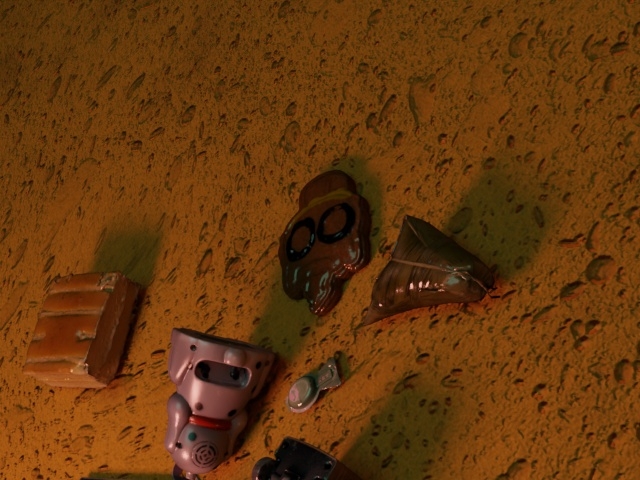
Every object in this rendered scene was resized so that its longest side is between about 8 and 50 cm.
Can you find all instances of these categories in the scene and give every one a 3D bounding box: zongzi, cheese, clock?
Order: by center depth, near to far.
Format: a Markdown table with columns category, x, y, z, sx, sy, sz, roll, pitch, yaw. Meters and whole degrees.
| category | x | y | z | sx | sy | sz | roll | pitch | yaw |
| --- | --- | --- | --- | --- | --- | --- | --- | --- | --- |
| zongzi | 0.163 | 0.091 | 1.712 | 0.204 | 0.094 | 0.205 | -58 | 40 | 7 |
| cheese | -0.016 | 0.250 | 1.845 | 0.120 | 0.026 | 0.067 | -38 | 45 | 23 |
| clock | -0.198 | 0.292 | 1.919 | 0.189 | 0.188 | 0.254 | 20 | 96 | 49 |

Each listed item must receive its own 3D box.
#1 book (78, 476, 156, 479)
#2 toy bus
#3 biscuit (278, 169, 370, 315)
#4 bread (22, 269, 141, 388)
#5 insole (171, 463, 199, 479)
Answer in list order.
| category | x | y | z | sx | sy | sz | roll | pitch | yaw |
| --- | --- | --- | --- | --- | --- | --- | --- | --- | --- |
| book | -0.409 | 0.531 | 2.005 | 0.322 | 0.018 | 0.228 | -9 | 36 | 44 |
| toy bus | -0.052 | 0.457 | 1.641 | 0.139 | 0.157 | 0.290 | 13 | 68 | 46 |
| biscuit | 0.000 | 0.000 | 1.973 | 0.208 | 0.041 | 0.290 | -25 | 50 | 35 |
| bread | -0.502 | 0.188 | 2.313 | 0.246 | 0.111 | 0.239 | -4 | 64 | 44 |
| insole | -0.224 | 0.458 | 1.947 | 0.065 | 0.004 | 0.197 | -49 | 41 | 11 |
